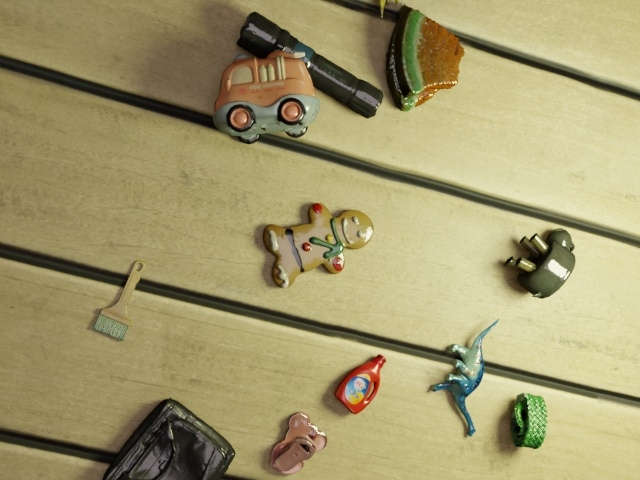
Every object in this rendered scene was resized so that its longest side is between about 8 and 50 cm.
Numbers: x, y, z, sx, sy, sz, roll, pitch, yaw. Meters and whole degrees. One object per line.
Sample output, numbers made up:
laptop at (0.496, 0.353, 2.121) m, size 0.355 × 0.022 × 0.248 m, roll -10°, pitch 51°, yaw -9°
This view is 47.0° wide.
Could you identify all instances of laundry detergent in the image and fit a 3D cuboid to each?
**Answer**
laundry detergent at (0.118, 0.373, 1.941) m, size 0.097 × 0.049 × 0.165 m, roll 46°, pitch 79°, yaw -12°

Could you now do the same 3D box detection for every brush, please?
brush at (-0.493, 0.145, 1.857) m, size 0.083 × 0.011 × 0.205 m, roll 25°, pitch 82°, yaw -7°

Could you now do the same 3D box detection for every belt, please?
belt at (0.553, 0.482, 1.983) m, size 0.079 × 0.121 × 0.151 m, roll 12°, pitch 72°, yaw -5°

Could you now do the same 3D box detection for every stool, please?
stool at (0.603, 0.053, 2.018) m, size 0.139 × 0.153 × 0.228 m, roll 37°, pitch 38°, yaw -3°

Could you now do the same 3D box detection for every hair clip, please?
hair clip at (-0.062, 0.532, 1.907) m, size 0.123 × 0.102 × 0.138 m, roll 42°, pitch 113°, yaw -4°

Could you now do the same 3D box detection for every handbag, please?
handbag at (-0.376, 0.561, 1.820) m, size 0.244 × 0.088 × 0.275 m, roll 40°, pitch 81°, yaw -2°

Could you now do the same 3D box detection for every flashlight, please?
flashlight at (-0.020, -0.459, 1.949) m, size 0.424 × 0.103 × 0.103 m, roll 29°, pitch 82°, yaw -10°

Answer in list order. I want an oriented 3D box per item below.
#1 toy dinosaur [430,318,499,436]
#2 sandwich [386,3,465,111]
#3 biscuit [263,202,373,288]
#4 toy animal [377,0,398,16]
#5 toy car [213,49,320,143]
toy dinosaur at (0.386, 0.359, 1.982) m, size 0.144 × 0.076 × 0.329 m, roll 13°, pitch 87°, yaw -17°
sandwich at (0.279, -0.490, 1.995) m, size 0.212 × 0.109 × 0.292 m, roll 21°, pitch 82°, yaw -8°
biscuit at (0.000, 0.000, 1.944) m, size 0.302 × 0.049 × 0.196 m, roll -18°, pitch 92°, yaw -12°
toy animal at (0.185, -0.669, 1.989) m, size 0.219 × 0.095 × 0.155 m, roll -1°, pitch 86°, yaw 27°
toy car at (-0.141, -0.369, 1.858) m, size 0.271 × 0.180 × 0.212 m, roll -8°, pitch 87°, yaw 1°
